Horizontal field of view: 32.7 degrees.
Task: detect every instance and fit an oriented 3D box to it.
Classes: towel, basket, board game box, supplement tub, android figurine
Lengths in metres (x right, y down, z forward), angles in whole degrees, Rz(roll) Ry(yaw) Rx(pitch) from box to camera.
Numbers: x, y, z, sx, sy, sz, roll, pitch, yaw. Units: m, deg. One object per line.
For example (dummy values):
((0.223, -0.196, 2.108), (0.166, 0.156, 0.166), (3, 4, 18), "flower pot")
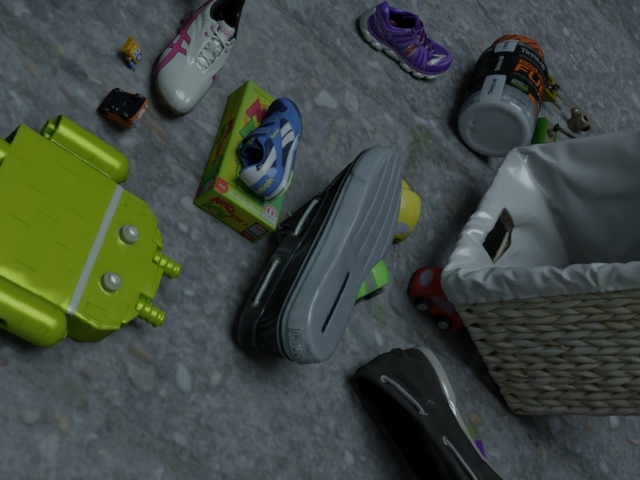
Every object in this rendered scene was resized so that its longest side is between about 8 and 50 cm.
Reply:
((0.190, 0.278, 1.389), (0.060, 0.009, 0.083), (3, 65, -41), "towel")
((0.385, 0.043, 1.442), (0.328, 0.331, 0.266), (-55, 130, -44), "basket")
((-0.083, -0.097, 1.315), (0.092, 0.043, 0.181), (34, 48, -25), "board game box")
((0.285, -0.227, 1.679), (0.117, 0.117, 0.190), (40, 46, -20), "supplement tub")
((-0.262, -0.006, 1.091), (0.273, 0.056, 0.248), (34, 48, -23), "android figurine")

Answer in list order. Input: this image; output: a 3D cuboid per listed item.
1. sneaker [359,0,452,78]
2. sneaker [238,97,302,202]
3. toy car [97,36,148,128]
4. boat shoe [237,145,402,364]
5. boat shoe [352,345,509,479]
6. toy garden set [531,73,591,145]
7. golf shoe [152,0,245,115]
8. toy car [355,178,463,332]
((0.137, -0.297, 1.612), (0.170, 0.071, 0.068), (23, 54, -34), "sneaker")
((-0.060, -0.116, 1.275), (0.059, 0.053, 0.144), (28, 50, -27), "sneaker")
((-0.206, -0.175, 1.236), (0.040, 0.060, 0.122), (60, 38, -50), "toy car")
((0.000, 0.000, 1.279), (0.335, 0.119, 0.121), (-59, 144, -42), "boat shoe")
((0.143, 0.273, 1.252), (0.096, 0.112, 0.335), (-12, 57, -29), "boat shoe")
((0.411, -0.175, 1.817), (0.244, 0.049, 0.203), (35, 48, -24), "toy garden set")
((-0.144, -0.230, 1.302), (0.067, 0.086, 0.186), (36, 49, -25), "golf shoe")
((0.093, 0.029, 1.403), (0.225, 0.053, 0.239), (-23, 84, -47), "toy car")
